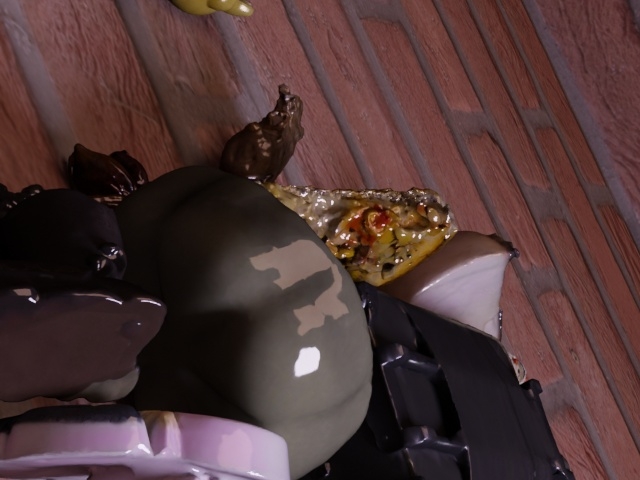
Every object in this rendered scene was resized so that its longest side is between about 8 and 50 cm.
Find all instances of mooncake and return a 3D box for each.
[{"bbox_3d":[-0.080,0.074,1.287,0.135,0.275,0.275,-30,94,-35],"label":"mooncake"}]

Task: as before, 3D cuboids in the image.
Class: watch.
[{"bbox_3d":[-0.139,0.241,1.124,0.244,0.196,0.231,22,67,-51],"label":"watch"}]

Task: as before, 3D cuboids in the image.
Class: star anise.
[{"bbox_3d":[-0.174,-0.016,1.428,0.168,0.057,0.168,47,27,-33],"label":"star anise"}]

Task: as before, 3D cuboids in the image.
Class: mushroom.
[{"bbox_3d":[0.112,0.095,1.874,0.162,0.173,0.236,43,-43,51],"label":"mushroom"}]

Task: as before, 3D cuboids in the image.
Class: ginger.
[{"bbox_3d":[-0.076,-0.058,1.639,0.084,0.122,0.290,22,37,5],"label":"ginger"}]

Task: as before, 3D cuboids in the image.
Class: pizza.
[{"bbox_3d":[0.000,0.000,1.472,0.287,0.251,0.074,52,23,-62],"label":"pizza"}]

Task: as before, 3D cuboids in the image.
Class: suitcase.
[{"bbox_3d":[0.093,0.213,1.577,0.434,0.194,0.283,20,47,-57],"label":"suitcase"}]

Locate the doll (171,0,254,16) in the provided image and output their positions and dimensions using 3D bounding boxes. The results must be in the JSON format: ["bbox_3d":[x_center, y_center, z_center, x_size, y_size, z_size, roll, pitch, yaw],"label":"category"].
[{"bbox_3d":[-0.164,-0.306,1.734,0.117,0.086,0.291,40,12,23],"label":"doll"}]

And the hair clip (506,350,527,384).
[{"bbox_3d":[0.247,0.260,2.007,0.138,0.091,0.321,33,36,-47],"label":"hair clip"}]

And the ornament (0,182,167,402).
[{"bbox_3d":[-0.253,0.002,1.119,0.251,0.106,0.260,4,33,-32],"label":"ornament"}]
